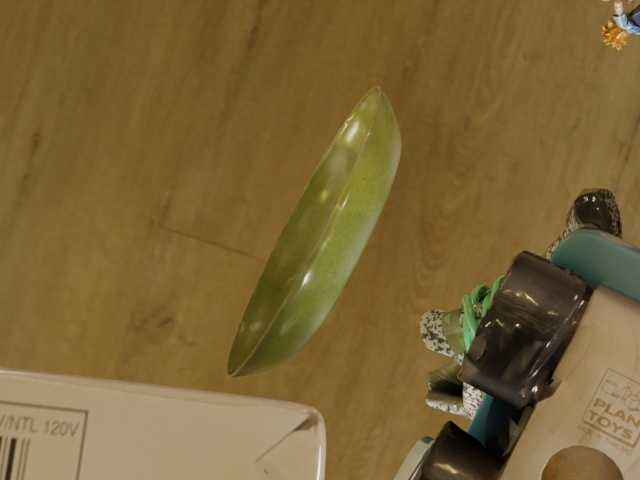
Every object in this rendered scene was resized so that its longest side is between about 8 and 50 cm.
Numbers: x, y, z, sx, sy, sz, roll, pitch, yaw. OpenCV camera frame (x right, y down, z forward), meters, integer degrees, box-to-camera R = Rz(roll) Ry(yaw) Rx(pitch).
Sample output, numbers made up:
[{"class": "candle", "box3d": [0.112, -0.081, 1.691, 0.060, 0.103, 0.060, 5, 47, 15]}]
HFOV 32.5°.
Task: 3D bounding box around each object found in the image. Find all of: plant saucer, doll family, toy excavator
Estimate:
[{"class": "plant saucer", "box3d": [0.000, 0.000, 0.812, 0.037, 0.241, 0.241, 28, 94, -8]}, {"class": "doll family", "box3d": [0.520, -0.340, 1.673, 0.163, 0.263, 0.118, -22, 63, 56]}, {"class": "toy excavator", "box3d": [0.265, 0.076, 0.916, 0.222, 0.445, 0.433, 26, 103, 12]}]

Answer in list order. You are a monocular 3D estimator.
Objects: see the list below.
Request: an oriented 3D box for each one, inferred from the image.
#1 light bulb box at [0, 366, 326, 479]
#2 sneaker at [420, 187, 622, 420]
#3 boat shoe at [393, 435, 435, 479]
[{"class": "light bulb box", "box3d": [-0.179, 0.190, 0.585, 0.358, 0.361, 0.225, 7, 78, 1]}, {"class": "sneaker", "box3d": [0.195, 0.097, 1.123, 0.182, 0.410, 0.158, 7, 51, 0]}, {"class": "boat shoe", "box3d": [0.095, 0.296, 1.111, 0.083, 0.065, 0.183, 31, 98, 23]}]
